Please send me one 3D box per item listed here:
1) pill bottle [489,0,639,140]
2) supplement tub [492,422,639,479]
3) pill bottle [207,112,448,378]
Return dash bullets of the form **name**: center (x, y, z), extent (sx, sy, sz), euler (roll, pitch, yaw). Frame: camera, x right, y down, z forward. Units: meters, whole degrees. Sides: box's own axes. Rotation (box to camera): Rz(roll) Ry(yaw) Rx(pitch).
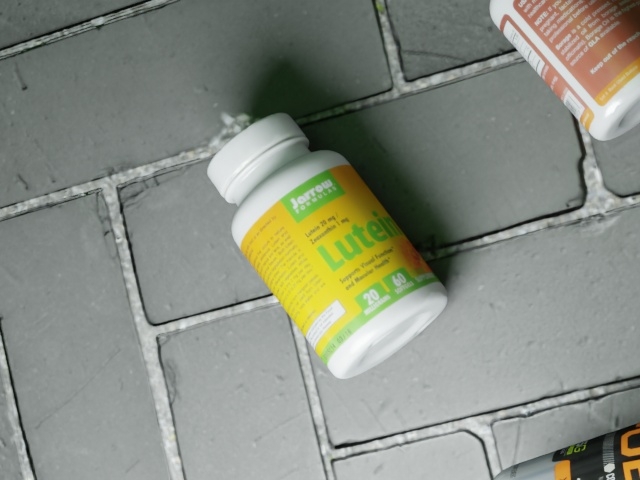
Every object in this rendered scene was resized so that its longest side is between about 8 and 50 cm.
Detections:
- **pill bottle**: center (0.237, -0.209, 1.746), extent (0.121, 0.121, 0.216), euler (-42, 76, 14)
- **supplement tub**: center (0.324, 0.250, 1.662), extent (0.316, 0.193, 0.193), euler (-21, 81, 17)
- **pill bottle**: center (0.000, 0.000, 1.816), extent (0.136, 0.136, 0.245), euler (-41, 76, 14)
